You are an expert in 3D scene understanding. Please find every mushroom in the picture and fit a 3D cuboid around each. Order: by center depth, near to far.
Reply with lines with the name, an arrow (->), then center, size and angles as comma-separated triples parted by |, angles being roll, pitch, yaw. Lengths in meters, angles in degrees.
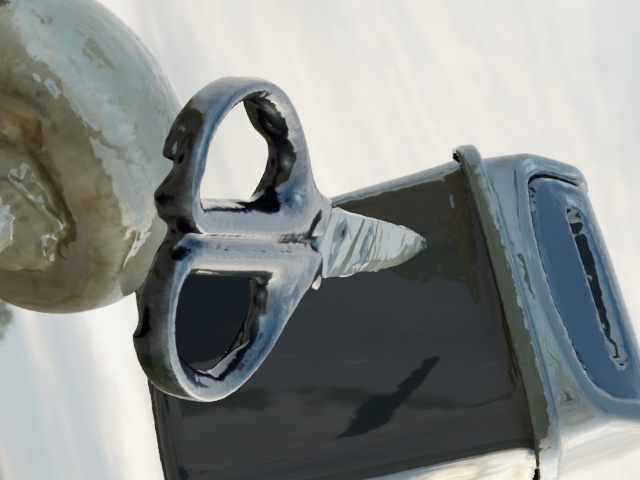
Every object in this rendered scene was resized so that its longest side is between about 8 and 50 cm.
mushroom -> -0.182, -0.032, 0.814 | 0.207, 0.215, 0.207 | 26, -36, 21

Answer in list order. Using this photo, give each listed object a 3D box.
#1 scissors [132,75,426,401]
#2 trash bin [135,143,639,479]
scissors -> 0.000, 0.000, 0.595 | 0.300, 0.022, 0.109 | 1, 100, -73
trash bin -> 0.044, 0.069, 0.927 | 0.182, 0.290, 0.209 | 77, 0, -67
